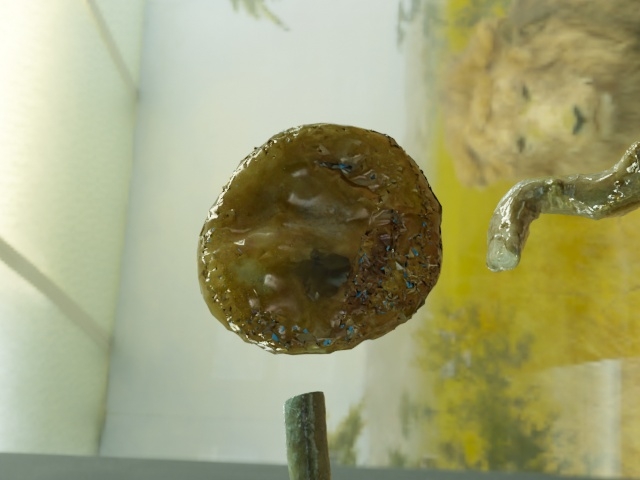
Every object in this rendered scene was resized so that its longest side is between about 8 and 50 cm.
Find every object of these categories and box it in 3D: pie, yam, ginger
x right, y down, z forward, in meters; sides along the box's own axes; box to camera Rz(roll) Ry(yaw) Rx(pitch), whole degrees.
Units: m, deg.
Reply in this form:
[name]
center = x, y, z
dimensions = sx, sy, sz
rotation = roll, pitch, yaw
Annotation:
[pie]
center = 0.001, 0.000, 1.022
dimensions = 0.069, 0.273, 0.273
rotation = 82, -170, -63
[yam]
center = -0.020, 0.317, 1.525
dimensions = 0.068, 0.068, 0.169
rotation = 87, 179, -65
[ginger]
center = 0.248, -0.060, 0.756
dimensions = 0.089, 0.288, 0.075
rotation = 54, -165, -47
